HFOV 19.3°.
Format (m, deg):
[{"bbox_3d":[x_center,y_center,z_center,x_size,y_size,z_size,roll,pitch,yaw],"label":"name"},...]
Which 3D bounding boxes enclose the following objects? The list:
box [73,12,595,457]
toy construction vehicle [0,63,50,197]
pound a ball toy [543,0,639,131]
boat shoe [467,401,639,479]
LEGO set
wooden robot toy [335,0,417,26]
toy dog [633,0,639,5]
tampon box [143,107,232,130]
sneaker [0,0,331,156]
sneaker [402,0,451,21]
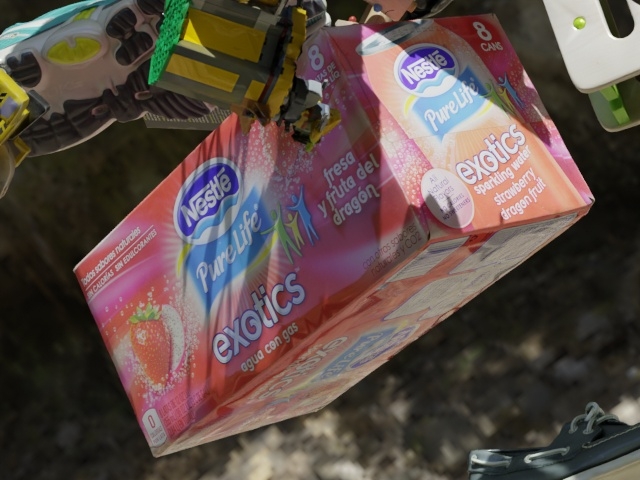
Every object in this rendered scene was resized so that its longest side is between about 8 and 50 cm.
[{"bbox_3d":[0.000,0.000,1.161,0.154,0.142,0.300,-11,-21,-42],"label":"box"},{"bbox_3d":[-0.166,-0.042,0.917,0.098,0.035,0.086,-50,2,15],"label":"toy construction vehicle"},{"bbox_3d":[0.277,-0.267,1.777,0.136,0.208,0.319,-21,68,14],"label":"pound a ball toy"},{"bbox_3d":[0.268,0.221,1.965,0.319,0.116,0.099,-31,62,44],"label":"boat shoe"},{"bbox_3d":[0.038,-0.199,1.023,0.331,0.192,0.255,-95,27,-57],"label":"LEGO set"},{"bbox_3d":[0.023,-0.166,1.177,0.076,0.079,0.173,-57,6,-22],"label":"wooden robot toy"},{"bbox_3d":[0.136,-0.277,0.691,0.395,0.408,0.284,-9,28,0],"label":"toy dog"},{"bbox_3d":[-0.092,-0.179,1.803,0.161,0.101,0.120,3,63,11],"label":"tampon box"},{"bbox_3d":[-0.125,-0.148,1.326,0.275,0.107,0.110,-11,35,18],"label":"sneaker"},{"bbox_3d":[0.099,-0.210,1.452,0.089,0.051,0.170,-41,1,-20],"label":"sneaker"}]
